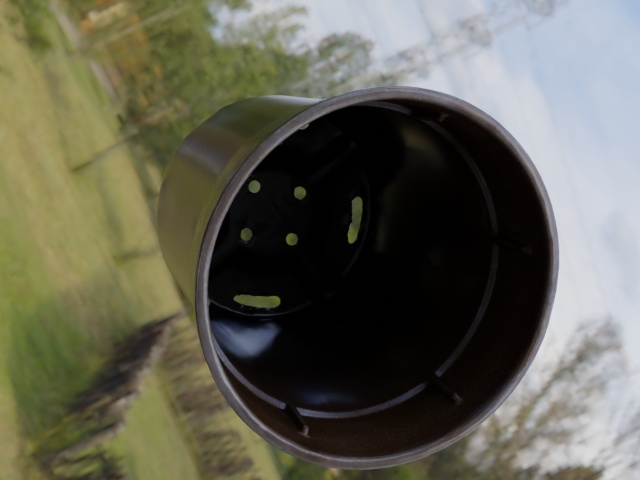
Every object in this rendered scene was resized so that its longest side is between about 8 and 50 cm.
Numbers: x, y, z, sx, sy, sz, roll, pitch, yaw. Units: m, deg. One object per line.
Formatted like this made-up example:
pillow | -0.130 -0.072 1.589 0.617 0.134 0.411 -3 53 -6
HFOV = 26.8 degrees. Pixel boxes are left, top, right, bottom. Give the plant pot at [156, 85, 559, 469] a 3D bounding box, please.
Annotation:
plant pot | 0.000 0.000 0.641 0.167 0.167 0.165 65 -12 -21
